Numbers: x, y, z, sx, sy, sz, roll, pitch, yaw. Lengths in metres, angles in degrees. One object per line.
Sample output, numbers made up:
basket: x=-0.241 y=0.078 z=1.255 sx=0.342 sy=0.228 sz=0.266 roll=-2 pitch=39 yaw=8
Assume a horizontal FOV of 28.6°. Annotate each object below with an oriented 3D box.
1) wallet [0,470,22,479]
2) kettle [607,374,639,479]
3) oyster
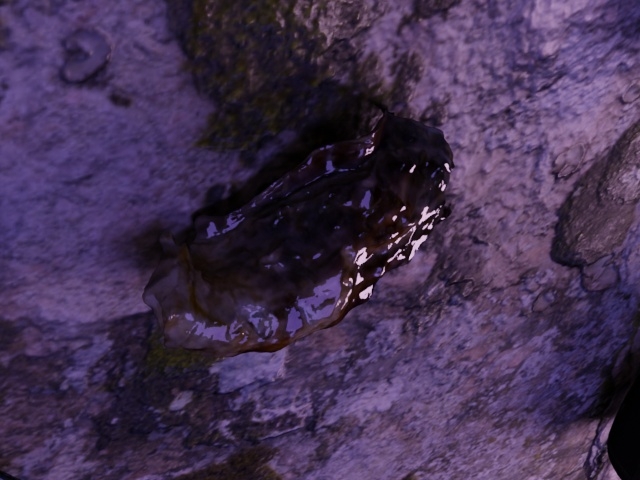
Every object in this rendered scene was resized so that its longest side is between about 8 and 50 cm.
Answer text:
wallet: x=-0.322 y=0.249 z=1.115 sx=0.088 sy=0.026 sz=0.129 roll=33 pitch=112 yaw=-29
kettle: x=0.528 y=0.230 z=1.726 sx=0.290 sy=0.207 sz=0.268 roll=-51 pitch=172 yaw=33
oyster: x=0.007 y=0.006 z=1.054 sx=0.271 sy=0.100 sz=0.275 roll=-55 pitch=140 yaw=3
